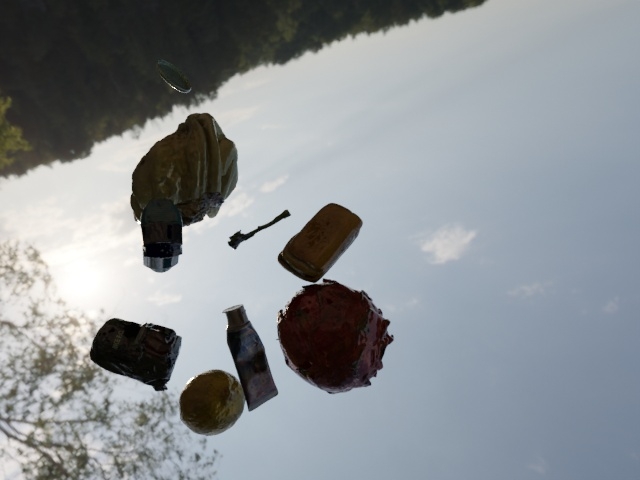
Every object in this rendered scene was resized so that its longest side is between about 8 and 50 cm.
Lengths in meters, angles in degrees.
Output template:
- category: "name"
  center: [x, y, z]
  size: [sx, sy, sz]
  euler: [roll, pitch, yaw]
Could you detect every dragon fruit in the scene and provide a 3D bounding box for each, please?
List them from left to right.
- category: "dragon fruit"
  center: [0.028, 0.206, 1.096]
  size: [0.241, 0.252, 0.241]
  euler: [-37, 171, -7]

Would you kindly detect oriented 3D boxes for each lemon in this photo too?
- category: "lemon"
  center: [-0.332, 0.495, 1.556]
  size: [0.231, 0.192, 0.192]
  euler: [-39, -169, 39]

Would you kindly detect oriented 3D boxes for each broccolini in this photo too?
- category: "broccolini"
  center: [-0.230, -0.050, 1.869]
  size: [0.254, 0.058, 0.071]
  euler: [-33, -170, -8]

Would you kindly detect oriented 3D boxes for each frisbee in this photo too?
- category: "frisbee"
  center: [-0.393, -0.438, 1.357]
  size: [0.014, 0.110, 0.110]
  euler: [-41, -161, 23]

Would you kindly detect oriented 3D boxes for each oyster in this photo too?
- category: "oyster"
  center: [-0.313, -0.063, 1.215]
  size: [0.177, 0.056, 0.105]
  euler: [-22, 173, -30]

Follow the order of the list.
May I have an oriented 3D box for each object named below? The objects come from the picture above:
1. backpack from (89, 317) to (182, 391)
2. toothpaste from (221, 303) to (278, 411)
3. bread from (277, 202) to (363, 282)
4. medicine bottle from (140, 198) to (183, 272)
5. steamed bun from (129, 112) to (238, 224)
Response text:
- category: "backpack"
  center: [-0.358, 0.212, 0.994]
  size: [0.106, 0.165, 0.120]
  euler: [-59, -161, 23]
- category: "toothpaste"
  center: [-0.182, 0.295, 1.293]
  size: [0.096, 0.266, 0.061]
  euler: [-22, -171, -34]
- category: "bread"
  center: [0.000, 0.000, 1.142]
  size: [0.116, 0.077, 0.200]
  euler: [33, -122, 16]
- category: "medicine bottle"
  center: [-0.336, 0.009, 1.072]
  size: [0.079, 0.124, 0.258]
  euler: [-4, 159, -20]
- category: "steamed bun"
  center: [-0.371, -0.168, 1.447]
  size: [0.372, 0.230, 0.325]
  euler: [-60, -178, -23]
